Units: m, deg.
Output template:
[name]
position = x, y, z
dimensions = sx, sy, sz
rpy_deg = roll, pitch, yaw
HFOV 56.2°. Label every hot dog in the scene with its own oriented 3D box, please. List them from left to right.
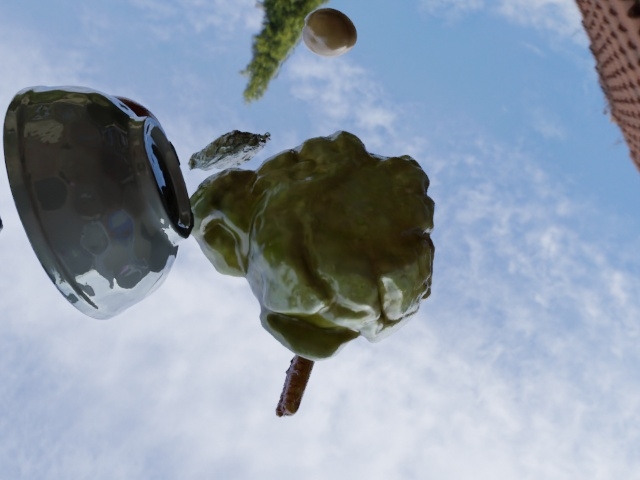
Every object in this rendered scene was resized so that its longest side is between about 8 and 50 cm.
[hot dog]
position = -0.047, 0.262, 1.118
dimensions = 0.038, 0.062, 0.144
rpy_deg = 29, -115, -18

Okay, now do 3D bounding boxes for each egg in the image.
[egg]
position = 0.017, -0.347, 1.003
dimensions = 0.096, 0.080, 0.080
rpy_deg = 12, -142, 32

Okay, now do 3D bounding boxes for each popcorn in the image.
[popcorn]
position = 0.005, -0.012, 0.862
dimensions = 0.292, 0.294, 0.334
rpy_deg = 9, -160, -48

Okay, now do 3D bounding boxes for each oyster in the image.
[oyster]
position = -0.194, -0.194, 1.297
dimensions = 0.177, 0.125, 0.064
rpy_deg = -19, -104, -28

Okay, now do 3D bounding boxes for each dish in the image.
[dish]
position = -0.227, -0.057, 0.687
dimensions = 0.120, 0.303, 0.303
rpy_deg = -15, -122, 2

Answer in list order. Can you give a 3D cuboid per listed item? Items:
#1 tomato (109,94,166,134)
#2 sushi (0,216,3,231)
[tomato]
position = -0.348, -0.153, 0.989
dimensions = 0.195, 0.195, 0.136
rpy_deg = 13, -135, -18
[sushi]
position = -0.687, -0.003, 1.073
dimensions = 0.124, 0.225, 0.127
rpy_deg = 56, -157, -6
